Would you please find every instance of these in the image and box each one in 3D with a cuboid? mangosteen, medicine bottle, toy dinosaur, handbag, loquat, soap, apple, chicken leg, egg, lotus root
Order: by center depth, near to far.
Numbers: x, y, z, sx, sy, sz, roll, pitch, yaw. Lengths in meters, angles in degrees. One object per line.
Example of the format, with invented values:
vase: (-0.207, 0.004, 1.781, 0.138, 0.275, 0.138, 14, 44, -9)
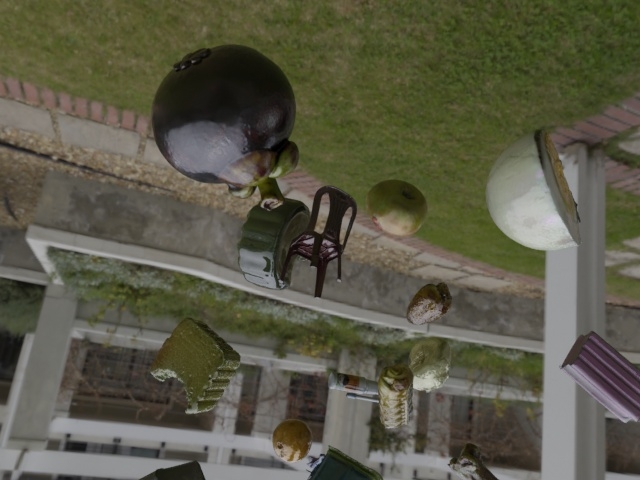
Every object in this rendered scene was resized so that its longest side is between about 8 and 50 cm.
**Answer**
mangosteen: (-0.175, -0.239, 1.113, 0.297, 0.297, 0.313, -6, 154, 42)
soap: (0.706, 0.334, 1.350, 0.203, 0.122, 0.065, 42, 155, 6)
egg: (0.533, -0.108, 1.418, 0.201, 0.337, 0.337, -22, 150, 33)
handbag: (0.052, 0.742, 1.506, 0.222, 0.241, 0.263, 20, 147, 32)
chicken leg: (0.470, 0.735, 1.528, 0.361, 0.211, 0.140, 44, -162, 0)
lotus root: (0.320, 0.208, 1.680, 0.108, 0.094, 0.191, 42, 126, 5)
loquat: (-0.092, 0.652, 1.790, 0.141, 0.141, 0.141, 8, 165, 2)
toy dinosaur: (-0.006, 0.766, 1.883, 0.080, 0.045, 0.197, 24, 140, -2)
medicine bottle: (0.140, 0.528, 1.960, 0.220, 0.092, 0.061, 14, 130, -15)
apple: (0.315, -0.139, 2.262, 0.260, 0.261, 0.194, 13, 134, -18)

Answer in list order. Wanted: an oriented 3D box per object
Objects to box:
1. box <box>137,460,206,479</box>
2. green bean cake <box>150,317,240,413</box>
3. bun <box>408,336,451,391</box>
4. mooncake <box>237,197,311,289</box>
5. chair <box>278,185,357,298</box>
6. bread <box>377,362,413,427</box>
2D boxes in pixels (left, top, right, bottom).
box: (-0.521, 0.845, 1.861, 0.178, 0.138, 0.274, -35, 157, 17)
green bean cake: (-0.380, 0.386, 1.696, 0.236, 0.233, 0.124, 34, -178, 31)
bun: (0.431, 0.489, 2.138, 0.145, 0.229, 0.229, 44, 155, -9)
mooncake: (-0.170, 0.005, 2.052, 0.187, 0.351, 0.351, 15, 168, 23)
chair: (0.000, 0.000, 1.849, 0.175, 0.326, 0.183, 28, 145, -24)
bread: (0.197, 0.406, 1.440, 0.098, 0.087, 0.269, -17, 141, -6)
